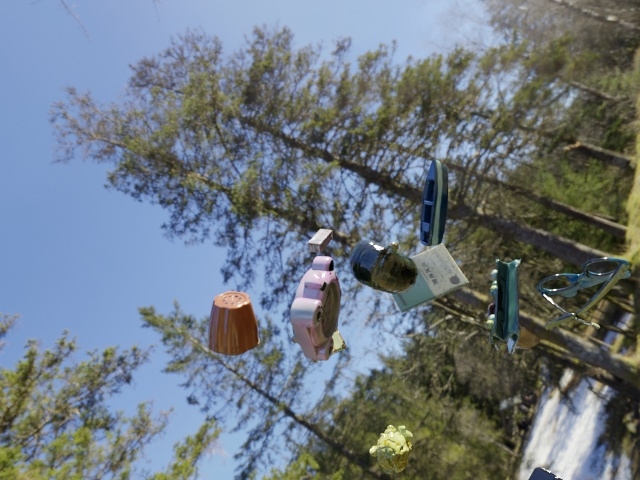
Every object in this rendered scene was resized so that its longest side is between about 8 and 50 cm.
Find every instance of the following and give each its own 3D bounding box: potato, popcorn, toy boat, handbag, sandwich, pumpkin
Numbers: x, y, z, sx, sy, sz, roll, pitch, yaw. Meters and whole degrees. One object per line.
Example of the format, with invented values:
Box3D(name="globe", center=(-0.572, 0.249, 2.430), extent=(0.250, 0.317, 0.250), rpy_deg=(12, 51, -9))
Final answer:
Box3D(name="potato", center=(0.730, 0.368, 1.724), extent=(0.089, 0.172, 0.101), rpy_deg=(-53, -54, -15))
Box3D(name="popcorn", center=(0.257, 0.738, 1.577), extent=(0.162, 0.142, 0.135), rpy_deg=(-20, 2, -5))
Box3D(name="toy boat", center=(0.398, -0.129, 1.564), extent=(0.096, 0.061, 0.300), rpy_deg=(-133, 46, -77))
Box3D(name="handbag", center=(0.604, 0.220, 1.499), extent=(0.274, 0.100, 0.269), rpy_deg=(51, -136, -62))
Box3D(name="sandwich", center=(0.009, 0.437, 1.858), extent=(0.155, 0.227, 0.199), rpy_deg=(-23, -49, -13))
Box3D(name="pumpkin", center=(0.185, 0.075, 1.334), extent=(0.211, 0.211, 0.152), rpy_deg=(4, -80, -63))

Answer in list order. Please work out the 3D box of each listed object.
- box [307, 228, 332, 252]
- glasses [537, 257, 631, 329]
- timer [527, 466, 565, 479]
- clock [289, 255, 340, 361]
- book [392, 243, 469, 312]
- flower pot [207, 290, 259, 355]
Box3D(name="box", center=(0.000, 0.000, 1.592), extent=(0.117, 0.050, 0.036), rpy_deg=(-51, -39, -54))
Box3D(name="glasses", center=(0.631, 0.132, 1.108), extent=(0.207, 0.102, 0.239), rpy_deg=(-40, -1, -39))
Box3D(name="timer", center=(0.707, 0.790, 1.352), extent=(0.144, 0.187, 0.055), rpy_deg=(-45, -63, -20))
Box3D(name="clock", center=(-0.004, 0.187, 1.279), extent=(0.228, 0.089, 0.248), rpy_deg=(75, -153, -43))
Box3D(name="book", center=(0.525, 0.191, 2.304), extent=(0.378, 0.264, 0.031), rpy_deg=(-23, -34, -5))
Box3D(name="flower pot", center=(-0.311, 0.282, 1.587), extent=(0.190, 0.190, 0.174), rpy_deg=(-29, -53, -51))
